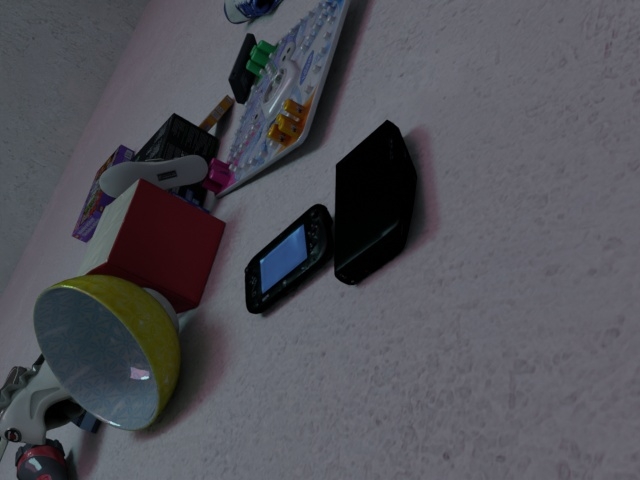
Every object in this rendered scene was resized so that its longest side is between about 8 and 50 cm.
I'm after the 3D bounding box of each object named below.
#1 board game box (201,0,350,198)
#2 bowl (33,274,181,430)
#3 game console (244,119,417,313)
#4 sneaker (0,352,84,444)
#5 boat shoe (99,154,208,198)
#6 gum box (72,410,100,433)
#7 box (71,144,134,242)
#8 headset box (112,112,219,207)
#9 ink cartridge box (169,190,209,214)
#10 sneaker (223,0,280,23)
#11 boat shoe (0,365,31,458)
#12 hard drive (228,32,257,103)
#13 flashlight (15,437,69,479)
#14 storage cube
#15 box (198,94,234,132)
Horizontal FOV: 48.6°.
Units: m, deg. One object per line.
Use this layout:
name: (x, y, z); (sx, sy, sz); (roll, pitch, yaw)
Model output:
board game box: (-0.093, -0.308, 1.416); (0.390, 0.050, 0.390); (-22, 47, 56)
bowl: (-0.341, 0.168, 1.238); (0.289, 0.289, 0.156); (-33, 5, 42)
game console: (0.000, 0.000, 1.005); (0.361, 0.044, 0.213); (-40, 33, 35)
sneaker: (-0.537, 0.306, 1.472); (0.330, 0.146, 0.122); (-64, -8, -57)
boat shoe: (-0.343, -0.130, 1.464); (0.070, 0.219, 0.078); (-167, 68, -71)
gum box: (-0.493, 0.320, 1.531); (0.184, 0.041, 0.157); (-3, 61, 57)
box: (-0.730, -0.158, 2.380); (0.201, 0.057, 0.293); (-34, 37, 42)
headset box: (-0.386, -0.114, 1.675); (0.283, 0.131, 0.246); (-34, 38, 41)
ink cartridge box: (-0.338, -0.024, 1.542); (0.207, 0.097, 0.046); (-33, 39, 41)
sneaker: (-0.174, -0.639, 1.848); (0.296, 0.112, 0.131); (-25, 43, 49)
boat shoe: (-0.931, 0.502, 2.036); (0.116, 0.096, 0.324); (-30, 40, 45)
hard drive: (-0.175, -0.401, 1.654); (0.094, 0.022, 0.135); (73, -148, -63)
flashlight: (-0.536, 0.488, 1.373); (0.103, 0.103, 0.304); (-59, 26, -1)
storage cube: (-0.333, 0.023, 1.384); (0.183, 0.193, 0.215); (-23, 46, 50)
box: (-0.260, -0.302, 1.727); (0.081, 0.028, 0.136); (-37, 16, 38)
